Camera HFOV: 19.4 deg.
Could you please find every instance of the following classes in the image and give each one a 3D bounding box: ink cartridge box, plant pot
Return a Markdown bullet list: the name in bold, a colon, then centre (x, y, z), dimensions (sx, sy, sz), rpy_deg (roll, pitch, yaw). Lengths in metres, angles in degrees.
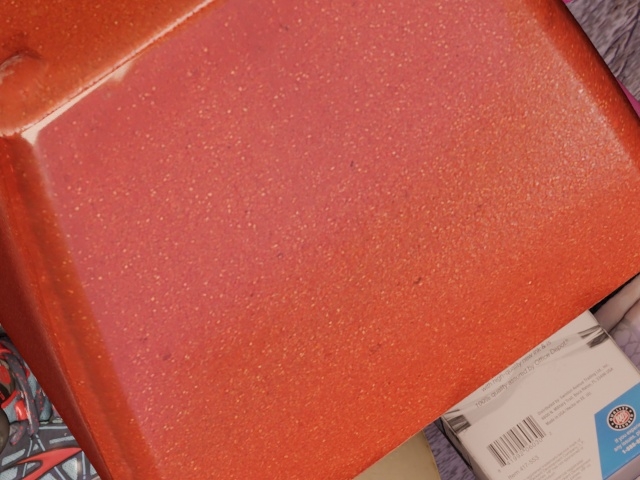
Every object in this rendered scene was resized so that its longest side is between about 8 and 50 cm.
- **ink cartridge box**: centre (0.158, 0.115, 1.422), dimensions (0.139, 0.191, 0.082), rpy_deg (-35, 157, -7)
- **plant pot**: centre (-0.048, -0.073, 0.753), dimensions (0.267, 0.267, 0.236), rpy_deg (-36, 144, -6)

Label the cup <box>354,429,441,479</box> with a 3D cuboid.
- **cup**: centre (-0.091, 0.243, 1.211), dimensions (0.237, 0.331, 0.331), rpy_deg (7, 136, -23)

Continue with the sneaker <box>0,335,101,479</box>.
- **sneaker**: centre (-0.167, 0.104, 1.059), dimensions (0.262, 0.104, 0.125), rpy_deg (-31, 153, -16)

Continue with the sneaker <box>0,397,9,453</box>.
- **sneaker**: centre (-0.266, 0.081, 0.828), dimensions (0.295, 0.147, 0.104), rpy_deg (-15, 149, -39)

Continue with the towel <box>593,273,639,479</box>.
- **towel**: centre (0.370, 0.129, 1.730), dimensions (0.317, 0.053, 0.332), rpy_deg (-40, 132, -9)

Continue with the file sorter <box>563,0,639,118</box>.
- **file sorter**: centre (0.234, -0.168, 1.042), dimensions (0.290, 0.182, 0.202), rpy_deg (-28, 154, -21)
